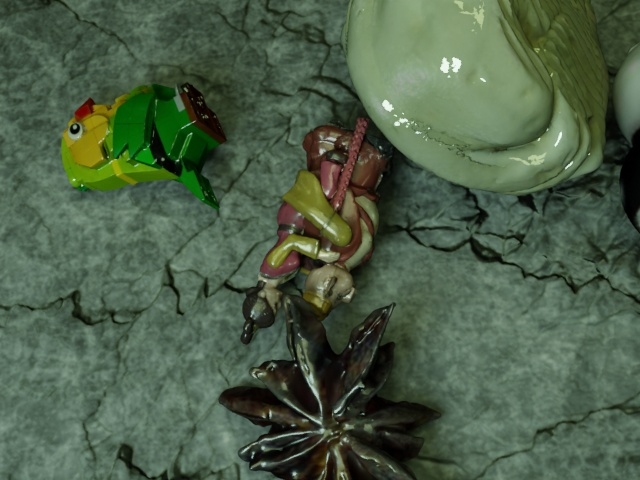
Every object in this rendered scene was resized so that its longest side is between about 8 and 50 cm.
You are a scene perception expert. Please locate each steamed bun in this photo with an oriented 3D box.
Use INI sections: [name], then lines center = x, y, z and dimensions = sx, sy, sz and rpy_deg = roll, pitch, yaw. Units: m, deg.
[steamed bun]
center = 0.139, -0.208, 1.447
dimensions = 0.247, 0.339, 0.352
rpy_deg = -15, 53, 28

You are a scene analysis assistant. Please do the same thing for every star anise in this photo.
[star anise]
center = 0.014, 0.190, 1.374
dimensions = 0.212, 0.129, 0.282
rpy_deg = -19, 75, 1

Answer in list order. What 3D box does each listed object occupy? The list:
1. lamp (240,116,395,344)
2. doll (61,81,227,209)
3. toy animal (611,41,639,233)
[lamp]
center = 0.000, 0.000, 1.457
dimensions = 0.118, 0.118, 0.253
rpy_deg = 14, 66, 9
[doll]
center = -0.194, -0.102, 1.520
dimensions = 0.186, 0.106, 0.134
rpy_deg = 0, 79, 21
[toy animal]
center = 0.396, -0.117, 1.460
dimensions = 0.187, 0.165, 0.235
rpy_deg = 14, 65, -20
